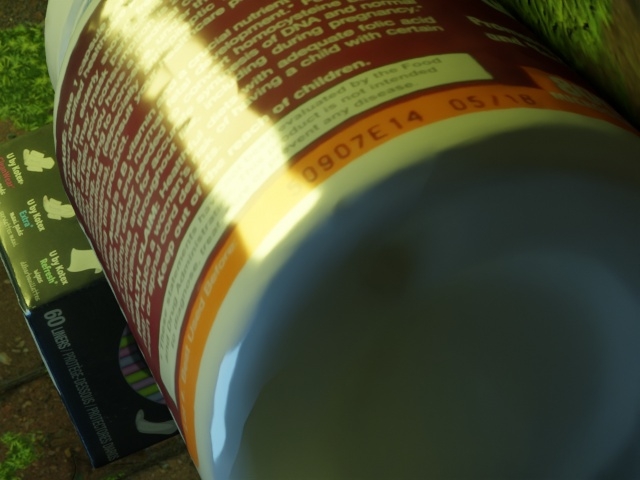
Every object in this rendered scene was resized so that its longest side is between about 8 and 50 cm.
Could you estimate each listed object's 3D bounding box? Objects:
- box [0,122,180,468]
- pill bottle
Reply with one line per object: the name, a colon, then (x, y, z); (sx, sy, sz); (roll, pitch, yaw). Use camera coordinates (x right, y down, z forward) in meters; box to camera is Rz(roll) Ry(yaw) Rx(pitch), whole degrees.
box: (-0.053, -0.005, 1.163); (0.165, 0.270, 0.143); (75, 169, -49)
pill bottle: (0.004, -0.028, 0.870); (0.392, 0.224, 0.224); (-125, 13, -56)
